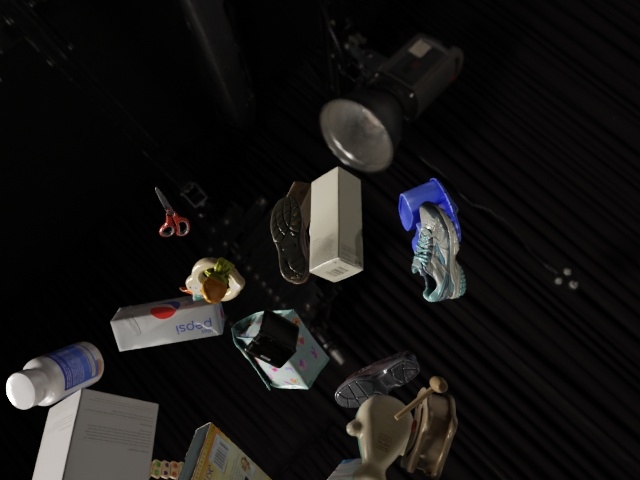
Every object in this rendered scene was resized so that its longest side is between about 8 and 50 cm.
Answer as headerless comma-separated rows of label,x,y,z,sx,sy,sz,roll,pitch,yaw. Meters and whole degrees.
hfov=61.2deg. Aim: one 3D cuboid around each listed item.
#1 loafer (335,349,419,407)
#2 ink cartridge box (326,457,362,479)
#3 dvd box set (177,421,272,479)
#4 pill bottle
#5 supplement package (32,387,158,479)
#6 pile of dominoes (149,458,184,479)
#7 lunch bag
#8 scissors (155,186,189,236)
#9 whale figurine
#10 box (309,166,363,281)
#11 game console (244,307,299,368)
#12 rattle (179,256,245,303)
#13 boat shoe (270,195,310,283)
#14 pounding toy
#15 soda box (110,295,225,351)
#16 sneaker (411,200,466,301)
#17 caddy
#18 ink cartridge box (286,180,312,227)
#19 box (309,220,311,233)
loafer,0.189,0.457,1.794,0.302,0.109,0.095,-29,12,13
ink cartridge box,0.093,0.772,1.745,0.104,0.061,0.181,-16,-3,25
dvd box set,-0.205,0.720,1.393,0.062,0.420,0.307,-32,21,19
pill bottle,-0.832,0.425,1.702,0.152,0.152,0.272,-50,-11,16
supplement package,-0.461,0.476,1.082,0.177,0.293,0.175,27,-44,-35
pile of dominoes,-0.433,0.720,1.581,0.040,0.196,0.251,-47,-44,14
lunch bag,-0.145,0.338,1.665,0.262,0.223,0.160,-14,26,43
scissors,-0.511,-0.100,1.872,0.109,0.021,0.297,-9,-33,-18
whale figurine,0.171,0.601,1.608,0.141,0.216,0.272,116,175,-57
box,0.040,-0.042,1.392,0.094,0.275,0.113,26,-36,-36
game console,-0.124,0.256,1.406,0.122,0.071,0.107,34,-76,-28
rattle,-0.284,0.134,1.290,0.199,0.143,0.130,-21,-45,28
boat shoe,-0.100,0.005,1.940,0.122,0.324,0.120,-11,-20,14
pounding toy,0.248,0.452,1.364,0.154,0.155,0.269,-77,4,-85
soda box,-0.413,0.220,1.484,0.286,0.098,0.091,-9,19,-1
sneaker,0.301,0.037,1.442,0.122,0.283,0.110,-20,12,-12
caddy,0.398,-0.075,1.900,0.179,0.241,0.341,-19,-16,0
ink cartridge box,-0.109,-0.115,2.408,0.193,0.088,0.235,89,-162,-49
box,0.000,0.000,2.211,0.324,0.067,0.063,79,-162,-68
